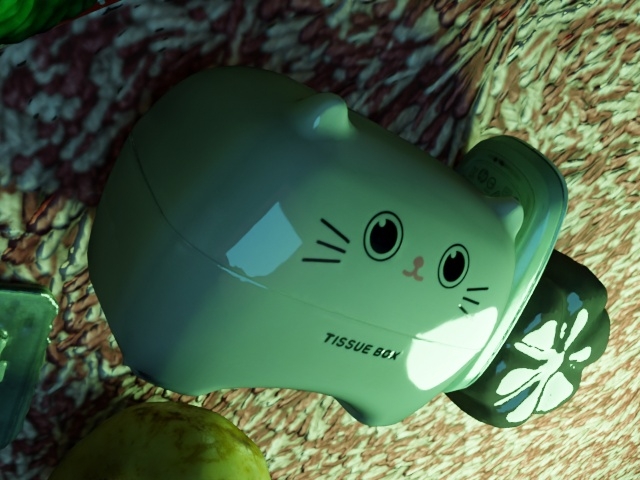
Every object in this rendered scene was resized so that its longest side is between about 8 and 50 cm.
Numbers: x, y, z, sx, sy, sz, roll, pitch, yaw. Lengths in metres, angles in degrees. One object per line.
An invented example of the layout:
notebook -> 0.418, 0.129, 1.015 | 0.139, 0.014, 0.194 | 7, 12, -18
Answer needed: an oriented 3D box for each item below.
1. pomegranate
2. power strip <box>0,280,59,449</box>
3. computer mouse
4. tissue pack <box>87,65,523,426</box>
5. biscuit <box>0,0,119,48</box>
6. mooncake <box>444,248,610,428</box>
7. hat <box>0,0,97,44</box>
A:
pomegranate -> -0.167, 0.279, 0.669 | 0.248, 0.248, 0.248 | -14, 128, -19
power strip -> -0.349, 0.125, 0.568 | 0.213, 0.064, 0.198 | 8, 116, -31
computer mouse -> 0.171, 0.033, 0.717 | 0.097, 0.159, 0.288 | 14, 115, -29
tissue pack -> 0.000, 0.000, 0.555 | 0.333, 0.229, 0.236 | 22, 111, -38
biscuit -> -0.187, -0.173, 0.471 | 0.292, 0.026, 0.048 | -27, 111, -10
mooncake -> 0.254, 0.125, 0.854 | 0.245, 0.133, 0.245 | -16, 124, -25
hat -> -0.206, -0.269, 0.280 | 0.242, 0.274, 0.332 | -44, 104, -8
